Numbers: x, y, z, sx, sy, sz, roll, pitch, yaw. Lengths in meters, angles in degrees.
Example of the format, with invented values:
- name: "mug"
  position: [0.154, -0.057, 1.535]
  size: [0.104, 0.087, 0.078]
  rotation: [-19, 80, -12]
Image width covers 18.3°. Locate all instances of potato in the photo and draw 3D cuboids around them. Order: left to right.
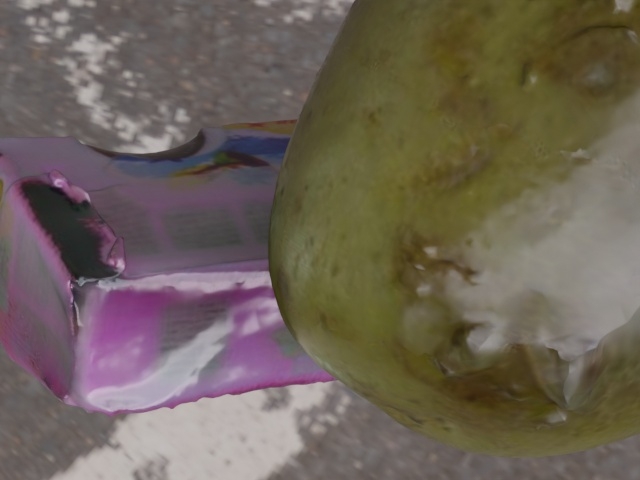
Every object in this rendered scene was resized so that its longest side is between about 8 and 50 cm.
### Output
- name: "potato"
  position: [0.120, -0.052, 0.666]
  size: [0.307, 0.173, 0.210]
  rotation: [-38, 126, -5]

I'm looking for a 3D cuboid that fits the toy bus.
- name: "toy bus"
  position: [0.000, 0.001, 0.818]
  size: [0.274, 0.112, 0.090]
  rotation: [-7, 123, -22]
